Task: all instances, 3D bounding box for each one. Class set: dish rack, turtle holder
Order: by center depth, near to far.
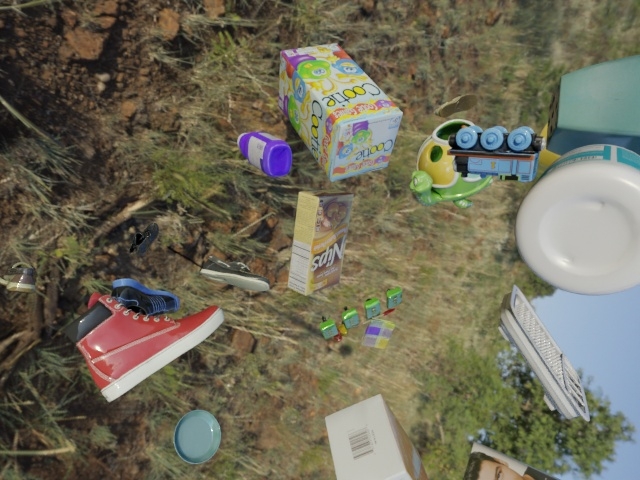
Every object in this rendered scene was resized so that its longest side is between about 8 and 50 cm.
[{"bbox_3d":[0.584,0.295,1.155,0.072,0.332,0.286,-35,172,27],"label":"dish rack"},{"bbox_3d":[0.411,-0.254,1.412,0.321,0.243,0.227,-20,133,-2],"label":"turtle holder"}]

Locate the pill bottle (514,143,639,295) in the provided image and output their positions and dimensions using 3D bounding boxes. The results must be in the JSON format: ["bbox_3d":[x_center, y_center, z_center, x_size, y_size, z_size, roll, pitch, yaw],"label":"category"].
[{"bbox_3d":[0.345,-0.042,0.544,0.264,0.146,0.146,-27,134,-52],"label":"pill bottle"}]

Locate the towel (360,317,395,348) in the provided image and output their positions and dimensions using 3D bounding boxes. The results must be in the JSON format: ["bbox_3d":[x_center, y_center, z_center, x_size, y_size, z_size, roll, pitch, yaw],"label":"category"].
[{"bbox_3d":[0.129,0.210,0.959,0.009,0.060,0.083,-84,-171,-58],"label":"towel"}]

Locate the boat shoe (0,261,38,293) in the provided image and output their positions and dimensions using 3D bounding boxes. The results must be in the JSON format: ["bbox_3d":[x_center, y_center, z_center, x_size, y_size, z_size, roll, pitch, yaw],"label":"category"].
[{"bbox_3d":[-0.538,0.064,0.773,0.056,0.152,0.049,22,78,-44],"label":"boat shoe"}]

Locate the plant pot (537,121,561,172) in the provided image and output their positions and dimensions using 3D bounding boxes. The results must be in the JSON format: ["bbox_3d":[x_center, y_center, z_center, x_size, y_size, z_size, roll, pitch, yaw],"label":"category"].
[{"bbox_3d":[0.785,-0.262,1.266,0.254,0.239,0.253,-25,128,-37],"label":"plant pot"}]

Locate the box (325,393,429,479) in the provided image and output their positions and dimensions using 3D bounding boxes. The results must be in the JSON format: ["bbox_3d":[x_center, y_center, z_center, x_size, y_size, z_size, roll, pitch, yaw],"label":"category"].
[{"bbox_3d":[0.171,0.613,1.141,0.345,0.169,0.215,60,7,-35],"label":"box"}]

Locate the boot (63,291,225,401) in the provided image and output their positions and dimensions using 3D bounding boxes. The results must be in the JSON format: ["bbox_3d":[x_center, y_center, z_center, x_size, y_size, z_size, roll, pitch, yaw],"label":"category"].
[{"bbox_3d":[-0.308,0.141,0.771,0.244,0.176,0.088,-31,177,-37],"label":"boot"}]

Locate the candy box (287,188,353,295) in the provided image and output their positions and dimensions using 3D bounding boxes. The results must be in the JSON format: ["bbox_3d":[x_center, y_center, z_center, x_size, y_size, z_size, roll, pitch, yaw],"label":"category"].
[{"bbox_3d":[0.000,0.000,1.371,0.183,0.088,0.316,-13,116,-50],"label":"candy box"}]

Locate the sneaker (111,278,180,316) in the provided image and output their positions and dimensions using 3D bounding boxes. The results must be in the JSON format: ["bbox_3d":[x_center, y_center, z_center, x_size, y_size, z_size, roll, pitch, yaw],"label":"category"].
[{"bbox_3d":[-0.465,0.178,1.147,0.232,0.082,0.090,42,35,-58],"label":"sneaker"}]

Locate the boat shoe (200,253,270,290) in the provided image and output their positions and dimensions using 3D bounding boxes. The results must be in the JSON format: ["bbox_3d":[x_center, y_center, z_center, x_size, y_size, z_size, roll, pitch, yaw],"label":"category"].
[{"bbox_3d":[-0.253,0.095,1.297,0.084,0.233,0.079,68,40,-54],"label":"boat shoe"}]

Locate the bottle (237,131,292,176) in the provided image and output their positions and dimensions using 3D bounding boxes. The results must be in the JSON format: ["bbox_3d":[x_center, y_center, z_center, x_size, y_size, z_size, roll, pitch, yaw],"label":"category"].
[{"bbox_3d":[-0.194,-0.297,1.418,0.092,0.283,0.118,-10,117,-30],"label":"bottle"}]

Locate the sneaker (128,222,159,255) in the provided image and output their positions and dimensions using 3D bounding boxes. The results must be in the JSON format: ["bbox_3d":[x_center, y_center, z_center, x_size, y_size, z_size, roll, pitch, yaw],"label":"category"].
[{"bbox_3d":[-0.647,-0.009,1.574,0.089,0.051,0.170,111,-3,-61],"label":"sneaker"}]

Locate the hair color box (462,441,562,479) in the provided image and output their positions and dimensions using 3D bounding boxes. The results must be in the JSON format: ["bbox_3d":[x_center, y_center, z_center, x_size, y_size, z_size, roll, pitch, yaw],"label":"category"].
[{"bbox_3d":[0.569,0.714,1.155,0.114,0.375,0.185,30,73,-25],"label":"hair color box"}]

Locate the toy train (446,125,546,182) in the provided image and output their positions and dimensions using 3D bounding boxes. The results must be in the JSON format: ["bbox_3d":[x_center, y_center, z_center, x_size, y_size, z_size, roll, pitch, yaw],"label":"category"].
[{"bbox_3d":[0.346,-0.174,0.860,0.080,0.184,0.105,-27,121,-53],"label":"toy train"}]

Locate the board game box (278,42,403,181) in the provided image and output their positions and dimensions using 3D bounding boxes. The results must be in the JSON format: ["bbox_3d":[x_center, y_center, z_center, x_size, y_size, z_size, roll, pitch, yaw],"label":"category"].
[{"bbox_3d":[0.030,-0.281,0.916,0.145,0.275,0.142,-18,146,-21],"label":"board game box"}]

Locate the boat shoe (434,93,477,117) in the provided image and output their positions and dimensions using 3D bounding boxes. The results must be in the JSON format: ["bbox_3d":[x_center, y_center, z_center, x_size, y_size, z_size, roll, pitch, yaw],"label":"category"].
[{"bbox_3d":[0.477,-0.474,1.506,0.153,0.048,0.056,-27,114,-5],"label":"boat shoe"}]

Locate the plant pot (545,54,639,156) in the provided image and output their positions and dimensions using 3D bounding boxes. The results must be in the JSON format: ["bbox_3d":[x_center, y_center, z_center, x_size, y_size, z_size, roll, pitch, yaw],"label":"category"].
[{"bbox_3d":[0.551,-0.227,0.780,0.166,0.235,0.165,38,61,-68],"label":"plant pot"}]

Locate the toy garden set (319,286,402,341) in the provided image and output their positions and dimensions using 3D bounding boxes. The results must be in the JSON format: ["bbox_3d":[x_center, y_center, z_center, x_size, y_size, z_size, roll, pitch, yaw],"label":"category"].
[{"bbox_3d":[0.115,0.214,1.249,0.245,0.049,0.203,-25,154,-4],"label":"toy garden set"}]

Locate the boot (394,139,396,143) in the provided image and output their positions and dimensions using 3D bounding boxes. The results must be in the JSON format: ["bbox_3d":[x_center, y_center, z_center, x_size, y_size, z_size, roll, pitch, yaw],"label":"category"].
[{"bbox_3d":[0.244,-0.488,1.756,0.082,0.106,0.219,-30,130,1],"label":"boot"}]

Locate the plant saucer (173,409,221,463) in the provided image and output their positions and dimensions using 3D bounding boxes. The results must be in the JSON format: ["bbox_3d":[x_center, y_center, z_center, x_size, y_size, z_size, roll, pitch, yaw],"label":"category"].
[{"bbox_3d":[-0.300,0.473,1.034,0.021,0.119,0.119,-35,-177,41],"label":"plant saucer"}]
